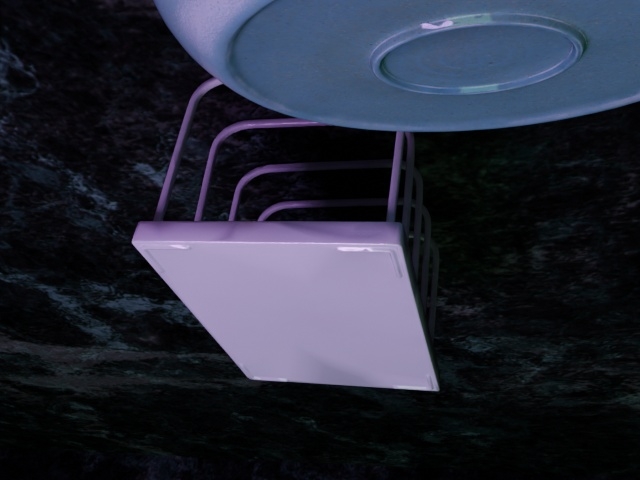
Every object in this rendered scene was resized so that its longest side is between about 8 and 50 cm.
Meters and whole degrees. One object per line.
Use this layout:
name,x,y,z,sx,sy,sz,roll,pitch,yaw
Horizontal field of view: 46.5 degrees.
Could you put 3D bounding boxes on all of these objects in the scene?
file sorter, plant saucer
file sorter,0.000,0.000,0.653,0.192,0.173,0.278,0,150,15
plant saucer,0.075,-0.105,0.366,0.317,0.044,0.317,-1,173,0
